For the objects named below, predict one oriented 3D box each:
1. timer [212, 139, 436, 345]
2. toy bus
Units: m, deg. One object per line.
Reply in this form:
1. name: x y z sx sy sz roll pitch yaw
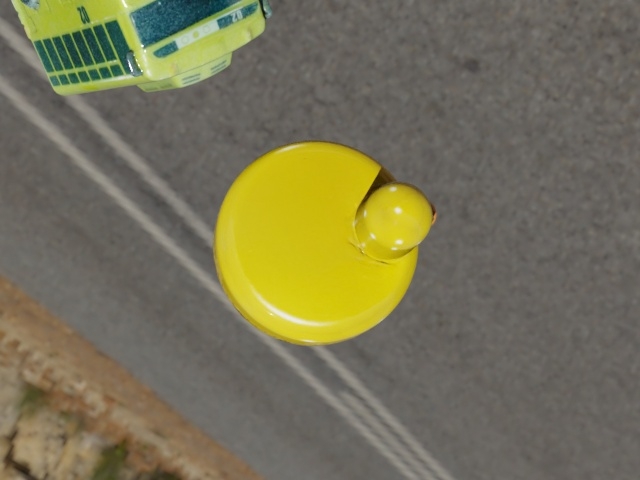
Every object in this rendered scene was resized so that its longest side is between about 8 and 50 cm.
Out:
1. timer: 0.000 0.000 0.693 0.107 0.107 0.109 29 167 -3
2. toy bus: -0.105 -0.135 0.767 0.175 0.088 0.101 7 121 62
